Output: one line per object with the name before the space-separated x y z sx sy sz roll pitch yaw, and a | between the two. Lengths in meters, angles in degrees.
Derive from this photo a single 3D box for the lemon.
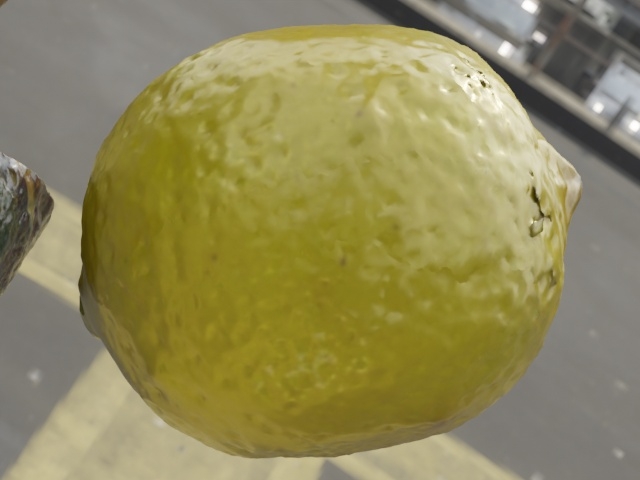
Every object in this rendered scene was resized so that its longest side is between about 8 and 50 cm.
lemon | 0.002 0.000 1.114 0.336 0.336 0.336 29 18 -11

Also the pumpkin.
pumpkin | -0.282 0.021 1.284 0.111 0.163 0.278 13 -14 -5

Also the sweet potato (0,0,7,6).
sweet potato | -0.450 -0.216 1.602 0.106 0.354 0.095 -92 162 -77
